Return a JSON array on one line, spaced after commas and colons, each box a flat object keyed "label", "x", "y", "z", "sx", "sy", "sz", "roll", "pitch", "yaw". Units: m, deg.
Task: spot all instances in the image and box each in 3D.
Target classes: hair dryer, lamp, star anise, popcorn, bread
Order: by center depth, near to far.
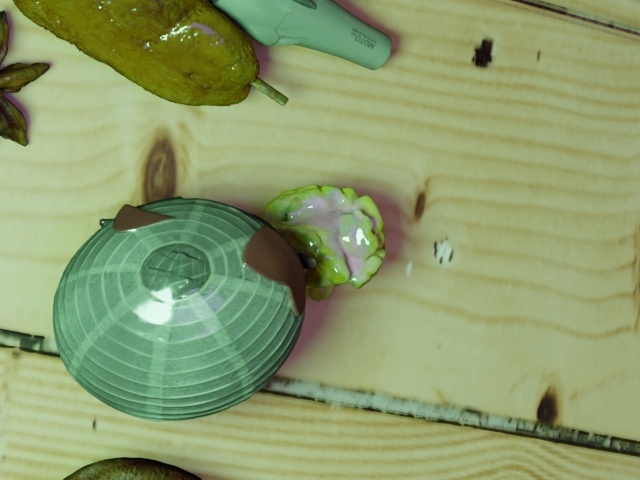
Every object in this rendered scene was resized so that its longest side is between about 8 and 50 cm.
[{"label": "lamp", "x": -0.140, "y": 0.067, "z": 1.773, "sx": 0.265, "sy": 0.233, "sz": 0.233, "roll": 5, "pitch": 90, "yaw": -4}, {"label": "star anise", "x": -0.353, "y": -0.157, "z": 1.777, "sx": 0.168, "sy": 0.057, "sz": 0.168, "roll": -1, "pitch": 92, "yaw": -20}, {"label": "bread", "x": -0.180, "y": -0.231, "z": 1.825, "sx": 0.344, "sy": 0.084, "sz": 0.124, "roll": 29, "pitch": 125, "yaw": -20}, {"label": "popcorn", "x": 0.000, "y": 0.000, "z": 1.892, "sx": 0.145, "sy": 0.126, "sz": 0.125, "roll": -15, "pitch": 83, "yaw": 7}, {"label": "hair dryer", "x": 0.012, "y": -0.306, "z": 1.917, "sx": 0.229, "sy": 0.092, "sz": 0.267, "roll": 41, "pitch": 68, "yaw": -26}]

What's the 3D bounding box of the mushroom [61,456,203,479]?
[{"label": "mushroom", "x": -0.200, "y": 0.323, "z": 1.825, "sx": 0.194, "sy": 0.138, "sz": 0.231, "roll": -39, "pitch": 117, "yaw": -30}]
